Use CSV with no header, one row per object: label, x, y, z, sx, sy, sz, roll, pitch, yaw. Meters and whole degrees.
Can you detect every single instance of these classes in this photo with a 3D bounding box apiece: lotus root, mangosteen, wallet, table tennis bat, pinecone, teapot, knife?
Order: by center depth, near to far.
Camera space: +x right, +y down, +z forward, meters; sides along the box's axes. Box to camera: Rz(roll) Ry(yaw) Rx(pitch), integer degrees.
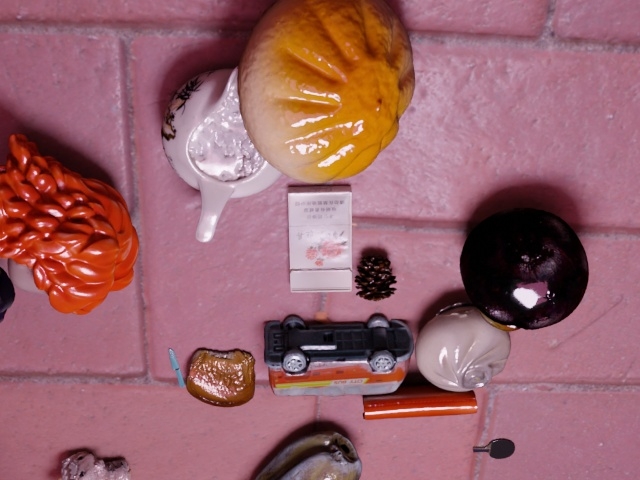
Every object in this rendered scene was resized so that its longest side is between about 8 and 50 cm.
teapot,-0.145,-0.143,1.550,0.208,0.166,0.299,7,110,-18
mangosteen,0.340,0.062,1.661,0.211,0.211,0.250,-12,151,6
pinecone,0.093,0.065,1.715,0.077,0.077,0.083,-14,108,7
wallet,0.178,0.293,1.813,0.204,0.142,0.045,-4,93,2
knife,-0.269,0.238,1.847,0.014,0.005,0.091,-10,119,3
lotus root,-0.052,0.489,1.912,0.140,0.158,0.322,36,119,-23
table tennis bat,0.342,0.411,1.956,0.083,0.007,0.050,-2,120,-2

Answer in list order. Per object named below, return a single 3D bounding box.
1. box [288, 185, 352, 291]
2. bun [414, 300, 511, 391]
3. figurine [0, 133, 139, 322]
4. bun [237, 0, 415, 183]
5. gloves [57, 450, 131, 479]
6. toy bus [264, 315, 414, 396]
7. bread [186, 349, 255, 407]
box,0.001,0.000,1.701,0.109,0.029,0.198,-1,119,0
bun,0.256,0.202,1.747,0.173,0.120,0.172,-12,136,-12
figurine,-0.509,0.005,1.586,0.412,0.241,0.306,-18,97,11
bun,0.030,-0.215,1.429,0.299,0.165,0.298,-18,121,-33
gloves,-0.438,0.459,1.922,0.144,0.110,0.094,-6,116,-31
toy bus,0.032,0.212,1.778,0.265,0.121,0.119,-1,124,-2
bread,-0.185,0.260,1.841,0.129,0.044,0.126,7,118,-1
